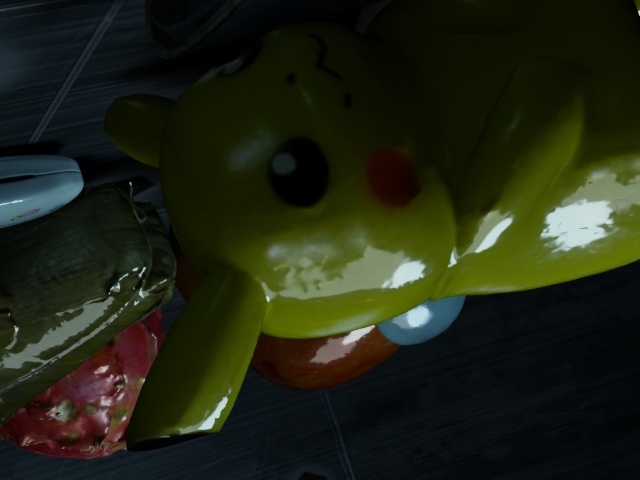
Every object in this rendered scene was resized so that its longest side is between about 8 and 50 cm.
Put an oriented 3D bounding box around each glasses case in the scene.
[{"bbox_3d":[-0.247,-0.028,1.042,0.178,0.045,0.067,-11,170,-36],"label":"glasses case"}]

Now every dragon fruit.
[{"bbox_3d":[-0.249,0.120,1.493,0.205,0.210,0.268,25,155,-12],"label":"dragon fruit"}]

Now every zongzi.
[{"bbox_3d":[-0.291,0.033,1.127,0.274,0.145,0.300,-33,147,32],"label":"zongzi"}]

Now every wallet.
[{"bbox_3d":[0.036,-0.159,0.757,0.231,0.069,0.170,-20,178,-34],"label":"wallet"}]

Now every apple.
[{"bbox_3d":[0.000,0.000,1.219,0.230,0.230,0.230,-18,171,-3],"label":"apple"}]

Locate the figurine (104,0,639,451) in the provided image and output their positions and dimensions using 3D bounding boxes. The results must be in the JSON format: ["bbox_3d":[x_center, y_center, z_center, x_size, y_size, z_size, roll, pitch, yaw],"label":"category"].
[{"bbox_3d":[0.038,-0.044,0.762,0.326,0.218,0.169,-12,140,-15],"label":"figurine"}]

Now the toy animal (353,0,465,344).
[{"bbox_3d":[0.045,-0.072,0.967,0.210,0.229,0.221,27,98,-39],"label":"toy animal"}]
